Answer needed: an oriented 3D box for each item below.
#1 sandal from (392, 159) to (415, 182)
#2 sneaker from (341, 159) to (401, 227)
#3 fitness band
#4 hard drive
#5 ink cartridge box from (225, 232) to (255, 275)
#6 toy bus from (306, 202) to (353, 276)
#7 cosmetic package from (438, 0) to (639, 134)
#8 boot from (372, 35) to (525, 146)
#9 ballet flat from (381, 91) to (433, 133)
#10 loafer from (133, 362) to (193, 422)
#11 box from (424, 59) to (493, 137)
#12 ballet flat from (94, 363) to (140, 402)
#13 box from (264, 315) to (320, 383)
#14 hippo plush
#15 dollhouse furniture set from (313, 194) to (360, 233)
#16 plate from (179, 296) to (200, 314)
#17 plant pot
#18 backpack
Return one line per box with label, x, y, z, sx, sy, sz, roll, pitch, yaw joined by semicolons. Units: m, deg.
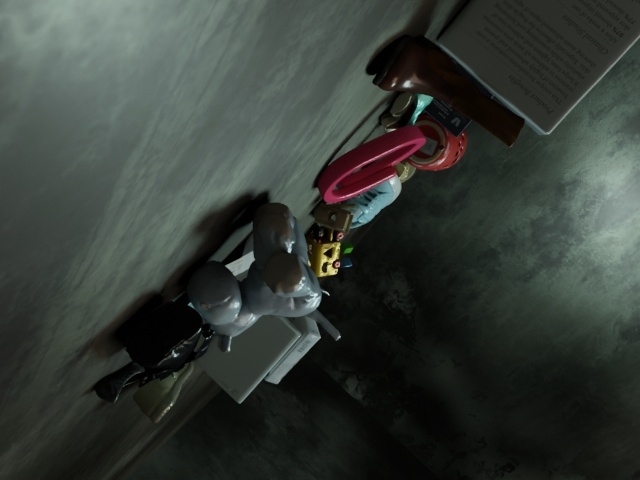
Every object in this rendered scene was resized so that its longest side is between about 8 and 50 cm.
sandal;0.287;-0.255;2.390;0.240;0.088;0.079;-40;177;-22
sneaker;0.145;-0.122;2.048;0.150;0.135;0.366;-48;173;-21
fitness band;0.123;-0.186;1.569;0.290;0.054;0.209;-27;166;-12
hard drive;-0.226;0.325;1.977;0.307;0.203;0.040;-50;174;17
ink cartridge box;-0.160;0.025;1.437;0.179;0.045;0.145;-27;169;-14
toy bus;0.002;0.013;2.017;0.104;0.202;0.191;-8;161;-28
cosmetic package;0.536;-0.498;1.500;0.394;0.329;0.327;-49;174;18
boot;0.250;-0.264;1.232;0.096;0.280;0.264;-51;173;28
ballet flat;0.194;-0.311;1.573;0.087;0.083;0.247;-16;158;-28
loafer;-0.382;0.338;1.570;0.102;0.092;0.268;-47;-170;7
box;0.387;-0.404;1.849;0.158;0.156;0.093;-50;174;21
ballet flat;-0.401;0.293;1.326;0.057;0.049;0.173;-48;174;14
box;-0.123;0.266;2.092;0.232;0.058;0.322;-49;-146;22
hippo plush;-0.134;0.075;1.268;0.236;0.234;0.294;-21;145;6
dollhouse furniture set;0.047;-0.114;1.802;0.182;0.101;0.161;27;80;-83
plate;-0.296;0.163;1.360;0.188;0.024;0.188;-48;174;-7
plant pot;0.350;-0.314;2.029;0.191;0.191;0.174;-50;167;22
backpack;-0.282;0.184;1.177;0.152;0.115;0.182;-33;169;-21
